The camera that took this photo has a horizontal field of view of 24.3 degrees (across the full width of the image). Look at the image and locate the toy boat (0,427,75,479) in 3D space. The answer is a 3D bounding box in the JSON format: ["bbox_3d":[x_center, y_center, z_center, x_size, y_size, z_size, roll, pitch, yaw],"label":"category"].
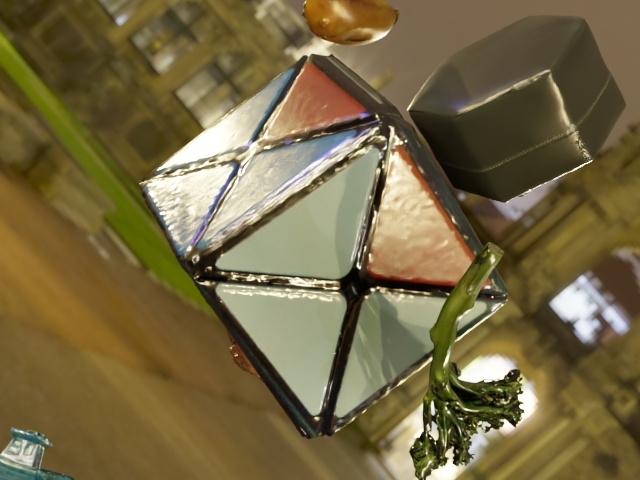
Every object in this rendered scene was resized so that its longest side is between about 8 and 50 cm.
[{"bbox_3d":[-0.248,0.185,1.215,0.137,0.061,0.060,13,-22,15],"label":"toy boat"}]

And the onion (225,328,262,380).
[{"bbox_3d":[0.004,0.108,2.333,0.341,0.341,0.341,50,-3,3],"label":"onion"}]

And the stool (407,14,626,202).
[{"bbox_3d":[0.230,-0.156,1.736,0.141,0.232,0.232,58,-6,-23],"label":"stool"}]

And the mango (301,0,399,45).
[{"bbox_3d":[0.037,-0.275,1.826,0.127,0.077,0.063,7,47,-28],"label":"mango"}]

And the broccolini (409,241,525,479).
[{"bbox_3d":[0.145,0.100,1.286,0.062,0.123,0.271,37,-40,29],"label":"broccolini"}]

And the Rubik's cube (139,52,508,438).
[{"bbox_3d":[0.000,0.000,1.456,0.250,0.248,0.246,56,-1,-28],"label":"Rubik's cube"}]
